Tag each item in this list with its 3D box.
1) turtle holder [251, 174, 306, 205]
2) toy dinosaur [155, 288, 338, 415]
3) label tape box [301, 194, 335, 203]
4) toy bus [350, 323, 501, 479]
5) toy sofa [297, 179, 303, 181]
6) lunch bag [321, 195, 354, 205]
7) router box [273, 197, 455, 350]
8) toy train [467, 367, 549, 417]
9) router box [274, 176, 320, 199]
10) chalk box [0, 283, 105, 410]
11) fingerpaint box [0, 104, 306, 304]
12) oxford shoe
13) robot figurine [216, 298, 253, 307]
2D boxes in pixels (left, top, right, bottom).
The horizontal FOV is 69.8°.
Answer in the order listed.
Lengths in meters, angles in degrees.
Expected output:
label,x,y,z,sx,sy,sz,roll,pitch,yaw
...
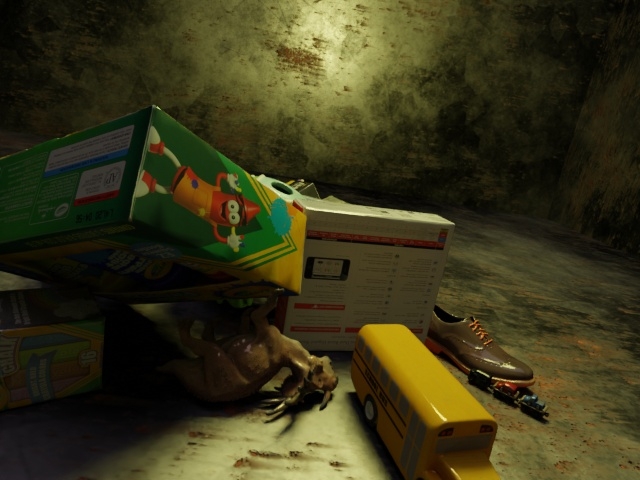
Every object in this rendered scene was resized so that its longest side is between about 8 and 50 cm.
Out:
label,x,y,z,sx,sy,sz,roll,pitch,yaw
turtle holder,-0.144,-0.055,1.048,0.243,0.320,0.227,-28,-19,-5
toy dinosaur,-0.122,0.208,0.749,0.296,0.200,0.127,-16,-15,-10
label tape box,0.048,0.037,1.182,0.348,0.249,0.115,17,7,19
toy bus,0.153,0.260,0.689,0.108,0.130,0.332,5,16,-19
toy sofa,-0.163,-0.158,1.897,0.150,0.177,0.362,10,16,-2
lunch bag,0.000,0.000,1.436,0.287,0.168,0.235,-27,29,-23
router box,0.087,0.082,0.967,0.336,0.301,0.082,6,16,-19
toy train,0.363,0.291,0.889,0.158,0.036,0.027,23,20,37
router box,-0.188,-0.092,1.494,0.309,0.081,0.243,-35,28,-22
chalk box,-0.447,0.156,0.676,0.213,0.132,0.132,-3,21,-37
fingerpaint box,-0.307,-0.008,0.769,0.445,0.163,0.371,-6,-22,27
oxford shoe,0.331,0.224,0.994,0.271,0.098,0.097,23,20,38
robot figurine,-0.200,0.117,1.090,0.101,0.067,0.115,-9,23,-31
